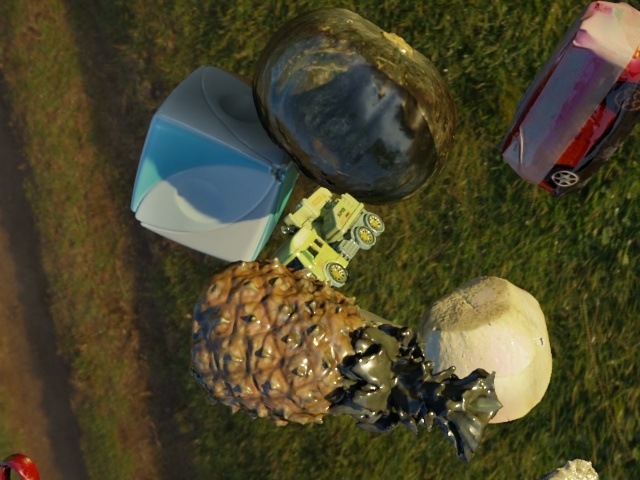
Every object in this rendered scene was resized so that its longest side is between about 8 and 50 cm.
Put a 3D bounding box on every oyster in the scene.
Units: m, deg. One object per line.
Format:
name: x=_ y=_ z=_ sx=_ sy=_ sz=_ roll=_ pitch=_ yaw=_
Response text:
oyster: x=0.426 y=0.463 z=1.270 sx=0.166 sy=0.053 sz=0.108 roll=-28 pitch=125 yaw=6

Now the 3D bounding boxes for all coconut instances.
coconut: x=0.257 y=0.172 z=1.100 sx=0.198 sy=0.237 sz=0.236 roll=-9 pitch=100 yaw=22

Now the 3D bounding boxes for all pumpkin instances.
pumpkin: x=0.069 y=-0.270 z=1.463 sx=0.454 sy=0.454 sz=0.344 roll=44 pitch=111 yaw=15

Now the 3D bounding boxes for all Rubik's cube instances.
Rubik's cube: x=-0.239 y=-0.191 z=1.782 sx=0.352 sy=0.347 sz=0.351 roll=26 pitch=128 yaw=-1

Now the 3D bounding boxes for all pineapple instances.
pineapple: x=0.016 y=0.076 z=0.444 sx=0.198 sy=0.108 sz=0.108 roll=15 pitch=113 yaw=18

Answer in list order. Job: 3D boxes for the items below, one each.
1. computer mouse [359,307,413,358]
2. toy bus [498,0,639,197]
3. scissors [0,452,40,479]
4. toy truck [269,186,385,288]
computer mouse: x=0.199 y=0.259 z=1.686 sx=0.331 sy=0.197 sz=0.095 roll=29 pitch=110 yaw=-12
toy bus: x=0.381 y=-0.200 z=1.044 sx=0.147 sy=0.127 sz=0.302 roll=27 pitch=146 yaw=4
scissors: x=-0.252 y=0.311 z=0.646 sx=0.144 sy=0.017 sz=0.247 roll=33 pitch=122 yaw=17
toy truck: x=0.000 y=0.000 z=0.849 sx=0.100 sy=0.169 sz=0.077 roll=44 pitch=132 yaw=-4
